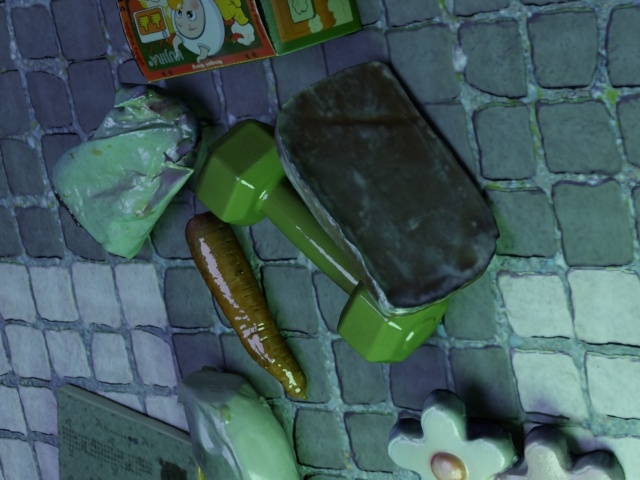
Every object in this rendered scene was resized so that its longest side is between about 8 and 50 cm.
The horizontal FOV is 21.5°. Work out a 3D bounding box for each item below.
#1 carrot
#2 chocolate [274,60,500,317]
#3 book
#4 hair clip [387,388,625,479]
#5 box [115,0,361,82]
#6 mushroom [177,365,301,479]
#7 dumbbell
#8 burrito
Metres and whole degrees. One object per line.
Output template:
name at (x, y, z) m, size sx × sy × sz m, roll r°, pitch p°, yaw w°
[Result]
carrot at (-0.082, 0.076, 1.909) m, size 0.059 × 0.059 × 0.248 m, roll -30°, pitch 88°, yaw 44°
chocolate at (0.058, -0.041, 1.679) m, size 0.254 × 0.157 × 0.080 m, roll 56°, pitch 154°, yaw 12°
book at (-0.240, 0.397, 2.191) m, size 0.269 × 0.032 × 0.389 m, roll 16°, pitch 116°, yaw 38°
hair clip at (0.190, 0.238, 1.721) m, size 0.257 × 0.075 × 0.146 m, roll 22°, pitch 115°, yaw 29°
box at (-0.093, -0.269, 1.714) m, size 0.195 × 0.148 × 0.177 m, roll -5°, pitch 104°, yaw 43°
mushroom at (-0.053, 0.298, 1.946) m, size 0.109 × 0.097 × 0.351 m, roll -36°, pitch 85°, yaw 46°
dumbbell at (0.000, 0.000, 1.766) m, size 0.302 × 0.121 × 0.108 m, roll 44°, pitch 102°, yaw 22°
burrito at (-0.212, -0.088, 1.939) m, size 0.144 × 0.089 × 0.229 m, roll 46°, pitch 133°, yaw 0°
